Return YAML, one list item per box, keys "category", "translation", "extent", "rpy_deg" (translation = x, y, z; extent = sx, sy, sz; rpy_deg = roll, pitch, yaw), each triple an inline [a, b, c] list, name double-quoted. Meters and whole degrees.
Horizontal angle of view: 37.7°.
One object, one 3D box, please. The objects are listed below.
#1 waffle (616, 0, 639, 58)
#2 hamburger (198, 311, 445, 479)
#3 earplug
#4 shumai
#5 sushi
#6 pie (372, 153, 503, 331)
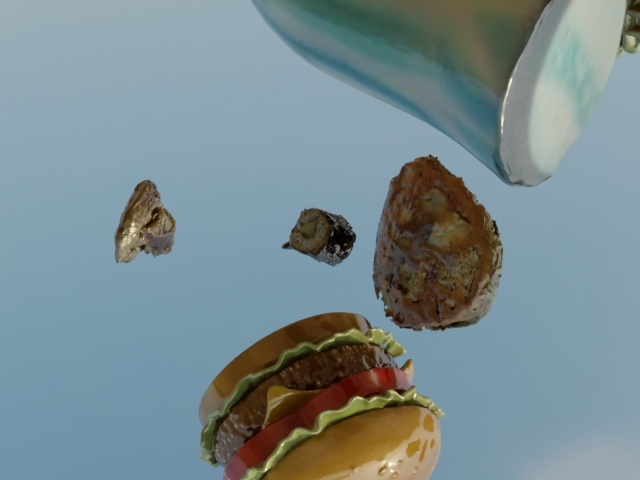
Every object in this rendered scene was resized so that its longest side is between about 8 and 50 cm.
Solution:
- category: "waffle"
  translation: [0.588, -0.517, 1.853]
  extent: [0.056, 0.291, 0.309]
  rpy_deg: [-18, 175, -15]
- category: "hamburger"
  translation: [0.008, 0.236, 1.080]
  extent: [0.275, 0.274, 0.212]
  rpy_deg: [-20, -124, -19]
- category: "earplug"
  translation: [0.063, -0.187, 0.783]
  extent: [0.324, 0.185, 0.185]
  rpy_deg: [27, -135, 30]
- category: "shumai"
  translation: [-0.293, -0.033, 1.566]
  extent: [0.105, 0.139, 0.123]
  rpy_deg: [-2, 177, -13]
- category: "sushi"
  translation: [0.001, -0.001, 1.600]
  extent: [0.084, 0.098, 0.094]
  rpy_deg: [18, -162, -48]
- category: "pie"
  translation: [0.194, 0.021, 1.581]
  extent: [0.085, 0.308, 0.308]
  rpy_deg: [-2, -160, -45]
